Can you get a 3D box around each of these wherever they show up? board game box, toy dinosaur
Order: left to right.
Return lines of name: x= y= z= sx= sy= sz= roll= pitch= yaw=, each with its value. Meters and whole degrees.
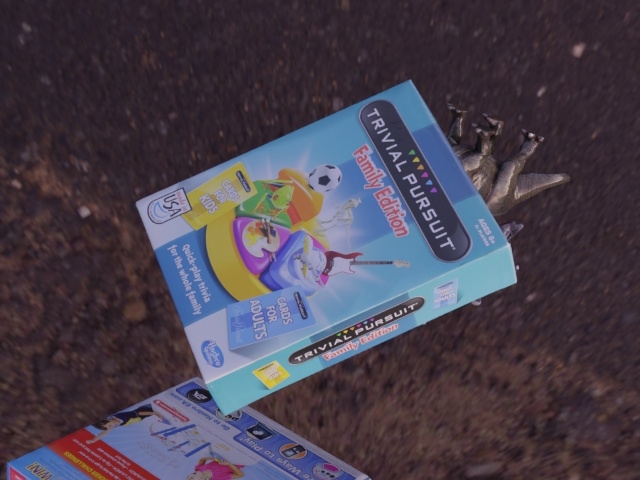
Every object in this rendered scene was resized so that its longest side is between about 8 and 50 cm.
board game box: x=-0.155 y=0.304 z=1.589 sx=0.308 sy=0.086 sz=0.302 roll=25 pitch=32 yaw=37
board game box: x=0.000 y=0.000 z=1.440 sx=0.336 sy=0.079 sz=0.254 roll=-25 pitch=55 yaw=-2
toy dinosaur: x=0.217 y=-0.091 z=1.878 sx=0.121 sy=0.313 sz=0.160 roll=38 pitch=113 yaw=38

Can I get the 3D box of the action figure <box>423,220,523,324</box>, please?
action figure: x=0.136 y=0.012 z=1.598 sx=0.164 sy=0.141 sz=0.275 roll=-34 pitch=42 yaw=-13
